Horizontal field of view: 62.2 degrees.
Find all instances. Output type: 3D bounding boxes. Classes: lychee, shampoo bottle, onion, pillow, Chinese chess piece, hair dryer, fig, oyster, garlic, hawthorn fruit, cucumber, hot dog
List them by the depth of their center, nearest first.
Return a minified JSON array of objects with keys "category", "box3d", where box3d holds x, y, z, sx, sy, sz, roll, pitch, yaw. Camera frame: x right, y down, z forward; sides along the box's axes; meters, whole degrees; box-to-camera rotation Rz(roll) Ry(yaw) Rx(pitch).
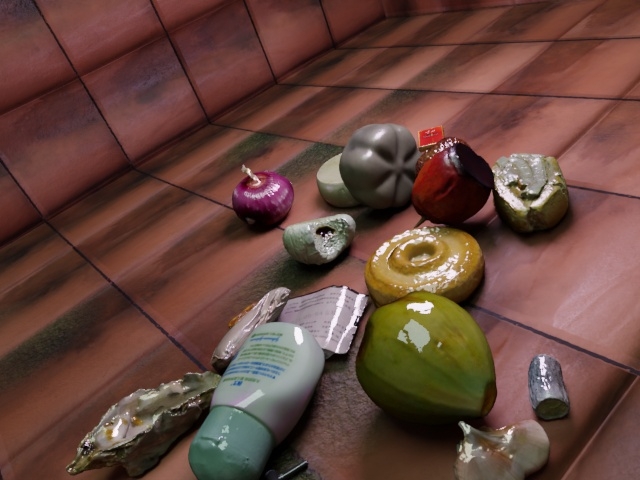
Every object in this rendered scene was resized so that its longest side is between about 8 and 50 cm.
[{"category":"garlic","box3d":[0.288,0.344,0.854,0.175,0.099,0.124,-29,48,-12]},{"category":"cucumber","box3d":[0.403,0.258,0.944,0.064,0.064,0.111,-9,32,20]},{"category":"fig","box3d":[0.197,0.226,0.959,0.240,0.239,0.271,-33,41,-16]},{"category":"hair dryer","box3d":[-0.058,0.439,0.991,0.083,0.026,0.047,-25,33,-18]},{"category":"shampoo bottle","box3d":[-0.132,0.334,1.069,0.222,0.151,0.349,-7,34,32]},{"category":"oyster","box3d":[-0.371,0.404,1.157,0.166,0.110,0.341,17,46,39]},{"category":"pillow","box3d":[-0.168,0.212,1.302,0.270,0.067,0.173,-46,-1,-32]},{"category":"hawthorn fruit","box3d":[0.331,-0.123,1.372,0.251,0.190,0.189,-59,27,18]},{"category":"hot dog","box3d":[-0.196,0.205,1.414,0.122,0.036,0.049,-37,23,-31]},{"category":"lychee","box3d":[0.372,-0.207,1.541,0.195,0.194,0.194,-16,32,10]},{"category":"Chinese chess piece","box3d":[0.111,-0.214,1.783,0.251,0.101,0.250,-16,32,10]},{"category":"onion","box3d":[-0.199,-0.132,1.801,0.208,0.200,0.200,14,36,-3]}]

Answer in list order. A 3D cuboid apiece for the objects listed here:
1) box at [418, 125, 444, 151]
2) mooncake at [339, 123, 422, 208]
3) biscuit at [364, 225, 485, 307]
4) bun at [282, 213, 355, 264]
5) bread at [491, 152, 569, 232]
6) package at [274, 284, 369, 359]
[{"category":"box","box3d":[0.399,-0.367,1.910,0.090,0.023,0.133,-9,35,17]},{"category":"mooncake","box3d":[0.193,-0.222,1.595,0.275,0.274,0.135,-38,28,-23]},{"category":"biscuit","box3d":[0.248,0.061,1.296,0.297,0.101,0.296,-17,30,10]},{"category":"bun","box3d":[0.000,0.000,1.510,0.213,0.126,0.204,-12,7,6]},{"category":"bread","box3d":[0.541,-0.127,1.369,0.186,0.124,0.257,-12,35,15]},{"category":"package","box3d":[-0.021,0.197,1.293,0.251,0.062,0.203,-8,33,29]}]
